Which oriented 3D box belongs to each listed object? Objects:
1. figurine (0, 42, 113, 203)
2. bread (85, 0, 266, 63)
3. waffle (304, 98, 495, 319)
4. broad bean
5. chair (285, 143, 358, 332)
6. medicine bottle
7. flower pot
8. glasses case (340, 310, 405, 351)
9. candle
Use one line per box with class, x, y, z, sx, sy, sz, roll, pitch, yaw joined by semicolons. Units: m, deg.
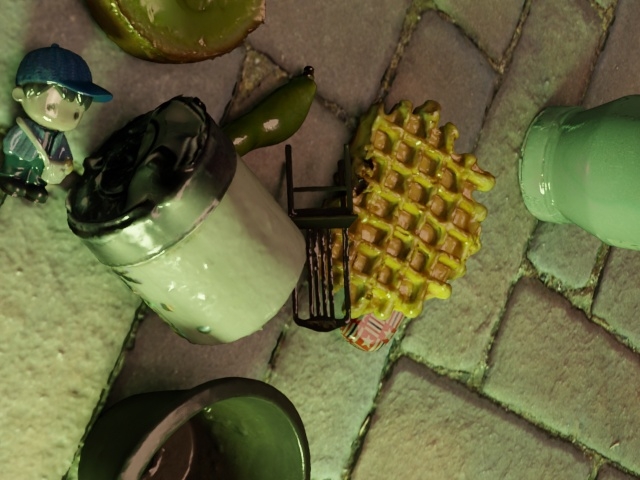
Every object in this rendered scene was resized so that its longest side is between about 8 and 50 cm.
figurine;-0.266;-0.114;0.967;0.086;0.087;0.149;15;103;-43
bread;-0.151;-0.297;1.038;0.236;0.070;0.236;-9;103;-43
waffle;0.098;-0.043;1.299;0.309;0.065;0.283;-23;99;-28
broad bean;-0.065;-0.134;1.166;0.213;0.048;0.070;-50;128;-24
chair;0.000;0.000;1.170;0.084;0.101;0.212;-2;82;-3
medicine bottle;0.479;-0.108;1.527;0.245;0.290;0.245;-13;108;-42
flower pot;-0.157;0.261;1.079;0.269;0.166;0.269;-14;111;-42
glasses case;0.093;0.063;1.352;0.073;0.049;0.194;37;72;-20
candle;-0.114;0.012;1.060;0.187;0.187;0.330;-56;131;-21
